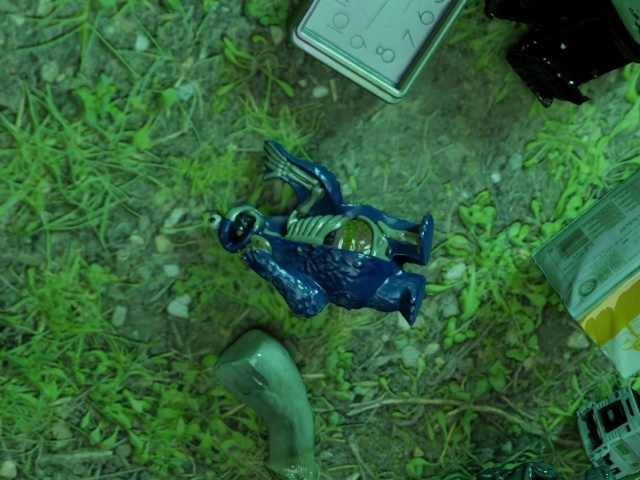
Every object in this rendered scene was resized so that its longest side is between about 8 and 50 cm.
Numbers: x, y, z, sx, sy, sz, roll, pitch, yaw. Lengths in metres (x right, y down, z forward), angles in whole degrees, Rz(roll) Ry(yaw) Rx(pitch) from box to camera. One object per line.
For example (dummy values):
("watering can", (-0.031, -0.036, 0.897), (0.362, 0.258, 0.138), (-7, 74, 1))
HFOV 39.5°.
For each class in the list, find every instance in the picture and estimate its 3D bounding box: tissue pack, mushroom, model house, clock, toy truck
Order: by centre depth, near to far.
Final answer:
("model house", (0.263, -0.240, 0.928), (0.164, 0.141, 0.203), (-2, 139, 45))
("clock", (0.068, -0.260, 0.935), (0.147, 0.071, 0.192), (30, 108, -15))
("tissue pack", (0.379, 0.018, 1.012), (0.225, 0.185, 0.124), (-40, 110, 13))
("mushroom", (-0.054, 0.216, 1.125), (0.092, 0.081, 0.223), (-31, 117, -17))
("toy truck", (0.439, 0.308, 1.187), (0.125, 0.101, 0.242), (-34, 114, 23))

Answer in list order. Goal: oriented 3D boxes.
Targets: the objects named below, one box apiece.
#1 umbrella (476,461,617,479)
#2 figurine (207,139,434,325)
("umbrella", (0.214, 0.363, 1.156), (0.349, 0.094, 0.143), (-20, 129, 22))
("figurine", (0.003, 0.009, 1.027), (0.262, 0.121, 0.164), (26, 84, 9))
